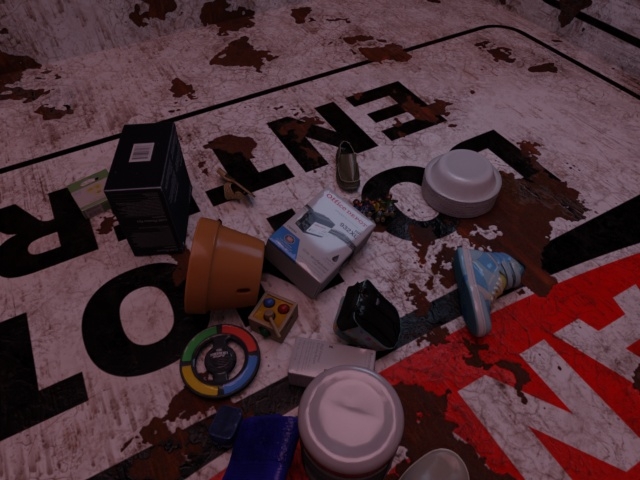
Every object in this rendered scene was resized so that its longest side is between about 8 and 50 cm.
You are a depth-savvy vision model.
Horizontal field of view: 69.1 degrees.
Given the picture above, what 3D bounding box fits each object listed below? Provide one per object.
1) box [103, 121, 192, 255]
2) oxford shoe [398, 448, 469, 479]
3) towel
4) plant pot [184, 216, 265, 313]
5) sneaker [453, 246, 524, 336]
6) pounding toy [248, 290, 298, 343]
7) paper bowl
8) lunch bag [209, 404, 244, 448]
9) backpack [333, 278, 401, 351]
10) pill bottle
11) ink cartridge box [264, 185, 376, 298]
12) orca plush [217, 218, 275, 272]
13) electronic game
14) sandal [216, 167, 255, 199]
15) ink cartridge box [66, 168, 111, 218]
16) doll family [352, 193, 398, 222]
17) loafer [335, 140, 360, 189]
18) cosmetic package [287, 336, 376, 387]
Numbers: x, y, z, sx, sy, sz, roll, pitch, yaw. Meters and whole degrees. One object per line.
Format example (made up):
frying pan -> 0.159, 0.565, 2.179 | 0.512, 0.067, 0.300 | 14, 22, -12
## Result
box -> -0.573, -0.176, 1.600 | 0.178, 0.313, 0.343 | -4, 49, -3
oxford shoe -> 0.186, 0.640, 1.012 | 0.449, 0.130, 0.169 | -36, 56, -28
towel -> -0.162, 0.547, 1.043 | 0.076, 0.227, 0.308 | 36, 48, -22
plant pot -> -0.282, 0.086, 1.408 | 0.203, 0.291, 0.291 | 8, 48, -10
sneaker -> 0.538, 0.149, 1.433 | 0.208, 0.127, 0.319 | 0, 50, 3
pounding toy -> -0.138, 0.234, 1.381 | 0.130, 0.100, 0.141 | 20, 52, 17
paper bowl -> 0.531, -0.231, 1.746 | 0.284, 0.148, 0.284 | 0, 51, 0
lunch bag -> -0.239, 0.482, 1.190 | 0.067, 0.065, 0.098 | 12, 44, 14
backpack -> 0.138, 0.232, 1.343 | 0.188, 0.144, 0.166 | 36, 46, -18
pill bottle -> 0.058, 0.444, 1.024 | 0.210, 0.363, 0.210 | 0, 49, 0
ink cartridge box -> 0.000, 0.000, 1.530 | 0.223, 0.129, 0.307 | 39, 58, 10
orca plush -> -0.272, 0.005, 1.578 | 0.151, 0.102, 0.287 | -31, 56, -24
electronic game -> -0.285, 0.340, 1.325 | 0.229, 0.048, 0.229 | -1, 49, 1
sandal -> -0.340, -0.193, 1.785 | 0.240, 0.088, 0.079 | 39, 91, 36
ink cartridge box -> -0.871, -0.200, 1.795 | 0.171, 0.056, 0.235 | -31, 58, -23
doll family -> 0.186, -0.121, 1.703 | 0.192, 0.076, 0.111 | -1, 54, 4
loafer -> 0.102, -0.302, 1.848 | 0.094, 0.087, 0.251 | -7, 49, -6
cosmetic package -> 0.033, 0.352, 1.289 | 0.230, 0.086, 0.117 | 7, 50, 8
